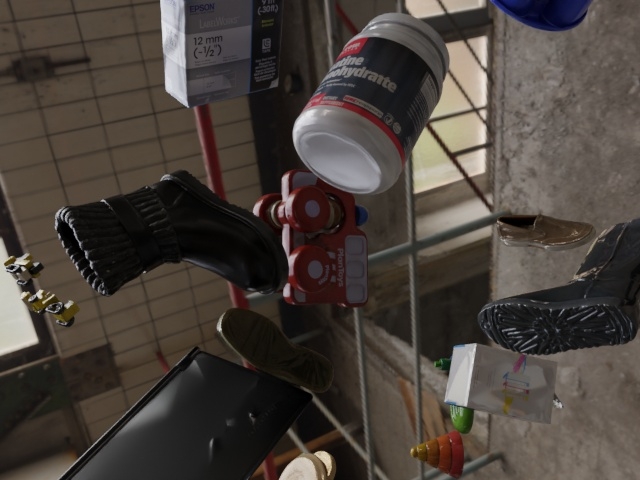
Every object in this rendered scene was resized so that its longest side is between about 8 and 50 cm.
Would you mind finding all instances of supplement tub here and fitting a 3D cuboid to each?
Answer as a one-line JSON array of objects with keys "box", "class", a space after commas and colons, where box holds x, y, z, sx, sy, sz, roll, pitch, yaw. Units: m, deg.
[{"box": [0.091, -0.231, 1.053, 0.191, 0.272, 0.191, 24, 155, 12], "class": "supplement tub"}]

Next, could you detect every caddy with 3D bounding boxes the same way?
[{"box": [0.426, -0.560, 1.217, 0.179, 0.242, 0.341, 117, 159, -57], "class": "caddy"}]

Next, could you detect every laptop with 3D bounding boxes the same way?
[{"box": [-0.264, 0.400, 1.065, 0.236, 0.382, 0.408, 38, 141, 9], "class": "laptop"}]

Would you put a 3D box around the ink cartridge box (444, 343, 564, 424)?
[{"box": [0.269, 0.210, 0.903, 0.092, 0.143, 0.089, 126, 156, -75], "class": "ink cartridge box"}]

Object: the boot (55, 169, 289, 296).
[{"box": [-0.253, 0.021, 1.059, 0.348, 0.260, 0.131, 32, 130, 27], "class": "boot"}]

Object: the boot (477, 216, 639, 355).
[{"box": [0.638, 0.092, 1.524, 0.367, 0.445, 0.146, -6, 116, 43], "class": "boot"}]

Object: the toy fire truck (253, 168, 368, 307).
[{"box": [0.000, 0.000, 1.379, 0.169, 0.254, 0.301, -7, 82, 53], "class": "toy fire truck"}]

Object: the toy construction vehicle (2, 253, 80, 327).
[{"box": [-0.322, 0.054, 0.716, 0.098, 0.035, 0.085, 2, 130, 46], "class": "toy construction vehicle"}]

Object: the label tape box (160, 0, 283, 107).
[{"box": [-0.211, -0.489, 1.354, 0.115, 0.249, 0.347, 41, 139, 34], "class": "label tape box"}]

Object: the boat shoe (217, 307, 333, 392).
[{"box": [-0.081, 0.184, 1.004, 0.073, 0.224, 0.080, -23, 40, 50], "class": "boat shoe"}]

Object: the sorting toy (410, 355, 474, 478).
[{"box": [0.305, 0.439, 1.564, 0.127, 0.126, 0.365, -95, 9, -67], "class": "sorting toy"}]

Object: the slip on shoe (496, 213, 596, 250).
[{"box": [0.316, -0.017, 0.880, 0.135, 0.051, 0.041, 4, 132, 43], "class": "slip on shoe"}]

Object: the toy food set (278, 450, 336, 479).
[{"box": [-0.018, 0.253, 0.621, 0.083, 0.020, 0.083, -29, 42, 43], "class": "toy food set"}]
